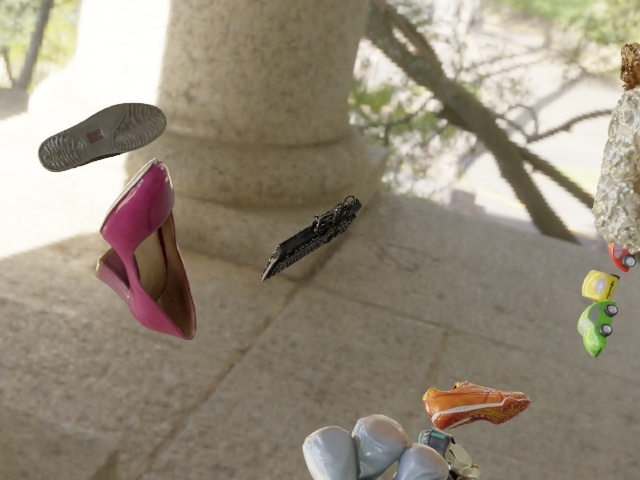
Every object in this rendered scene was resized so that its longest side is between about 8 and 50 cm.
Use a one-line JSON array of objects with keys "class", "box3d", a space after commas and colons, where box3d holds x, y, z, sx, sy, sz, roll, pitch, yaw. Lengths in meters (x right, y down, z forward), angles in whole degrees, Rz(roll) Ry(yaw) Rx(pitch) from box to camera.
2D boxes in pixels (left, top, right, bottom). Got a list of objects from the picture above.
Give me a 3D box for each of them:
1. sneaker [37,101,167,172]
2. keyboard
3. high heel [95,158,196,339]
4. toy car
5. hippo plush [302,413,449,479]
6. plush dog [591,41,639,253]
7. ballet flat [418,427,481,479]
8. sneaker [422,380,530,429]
[{"class": "sneaker", "box3d": [-0.371, -0.179, 1.817, 0.222, 0.083, 0.118, -18, 7, -6]}, {"class": "keyboard", "box3d": [0.000, 0.000, 1.494, 0.038, 0.100, 0.192, 41, 43, 16]}, {"class": "high heel", "box3d": [-0.217, 0.020, 1.524, 0.181, 0.377, 0.127, 37, 64, 2]}, {"class": "toy car", "box3d": [0.474, 0.092, 1.792, 0.053, 0.239, 0.225, 21, 56, 8]}, {"class": "hippo plush", "box3d": [0.071, 0.434, 1.593, 0.234, 0.237, 0.294, 5, 50, -11]}, {"class": "plush dog", "box3d": [0.442, -0.115, 1.177, 0.225, 0.211, 0.262, 15, 46, 30]}, {"class": "ballet flat", "box3d": [0.241, 0.402, 1.879, 0.074, 0.203, 0.074, -20, 38, 17]}, {"class": "sneaker", "box3d": [0.231, 0.232, 1.556, 0.175, 0.064, 0.067, 3, 45, -28]}]
